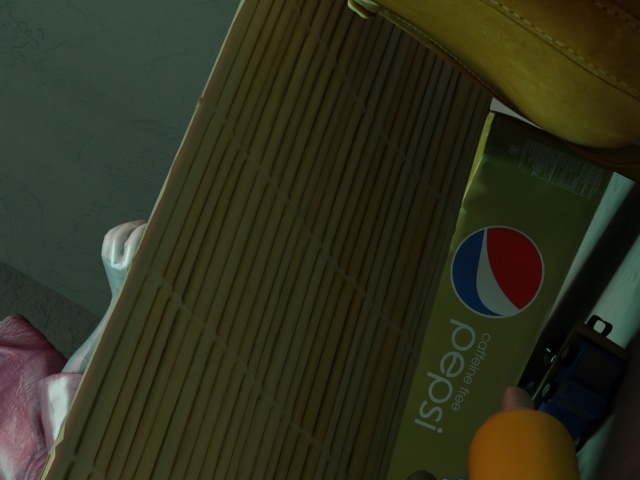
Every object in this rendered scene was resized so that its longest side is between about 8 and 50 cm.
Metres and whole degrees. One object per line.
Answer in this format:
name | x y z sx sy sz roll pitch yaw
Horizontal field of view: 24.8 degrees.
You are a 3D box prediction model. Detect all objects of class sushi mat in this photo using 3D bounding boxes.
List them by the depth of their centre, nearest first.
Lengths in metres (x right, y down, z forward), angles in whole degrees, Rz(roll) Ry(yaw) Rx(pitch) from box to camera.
sushi mat | 0.000 0.000 0.516 0.019 0.151 0.316 -11 47 36

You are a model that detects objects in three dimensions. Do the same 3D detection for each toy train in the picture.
toy train | 0.071 0.099 0.550 0.158 0.027 0.036 -60 8 -4

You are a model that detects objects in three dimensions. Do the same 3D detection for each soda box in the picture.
soda box | 0.067 0.034 0.662 0.061 0.058 0.181 -91 25 -82

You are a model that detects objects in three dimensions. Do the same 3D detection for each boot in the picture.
boot | 0.082 -0.100 0.535 0.104 0.211 0.295 -58 5 12

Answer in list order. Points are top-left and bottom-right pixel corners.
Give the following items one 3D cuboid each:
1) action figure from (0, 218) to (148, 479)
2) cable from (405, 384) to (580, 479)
action figure | -0.147 0.161 0.887 0.275 0.248 0.370 -47 21 -19
cable | 0.046 0.130 0.350 0.139 0.072 0.287 -63 4 6
